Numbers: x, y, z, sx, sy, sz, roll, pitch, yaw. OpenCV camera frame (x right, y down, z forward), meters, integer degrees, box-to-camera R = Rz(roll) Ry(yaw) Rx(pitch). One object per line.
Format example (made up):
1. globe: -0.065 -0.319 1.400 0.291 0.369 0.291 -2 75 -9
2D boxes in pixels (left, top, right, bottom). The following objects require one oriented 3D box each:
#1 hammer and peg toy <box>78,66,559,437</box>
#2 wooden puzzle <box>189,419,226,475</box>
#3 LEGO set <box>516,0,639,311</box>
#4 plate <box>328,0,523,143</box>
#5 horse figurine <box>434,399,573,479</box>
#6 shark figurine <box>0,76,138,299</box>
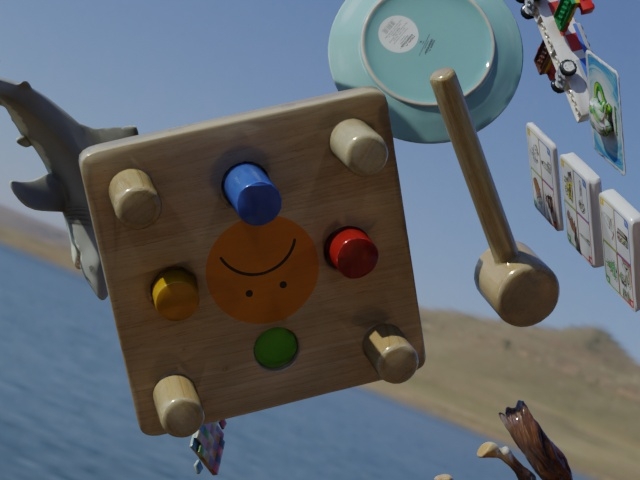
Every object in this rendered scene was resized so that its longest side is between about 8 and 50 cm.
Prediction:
1. hammer and peg toy: 0.000 0.000 1.273 0.361 0.266 0.127 -14 21 -9
2. wooden puzzle: -0.107 0.190 1.474 0.006 0.083 0.049 -11 -46 22
3. LEGO set: 0.194 -0.098 1.089 0.060 0.244 0.182 -17 30 -10
4. plate: 0.101 -0.183 1.462 0.188 0.188 0.024 21 -16 4
5. horse figurine: 0.140 0.268 1.262 0.174 0.263 0.066 37 -11 -29
6. shark figurine: -0.236 -0.097 1.446 0.116 0.166 0.278 -15 -50 21
